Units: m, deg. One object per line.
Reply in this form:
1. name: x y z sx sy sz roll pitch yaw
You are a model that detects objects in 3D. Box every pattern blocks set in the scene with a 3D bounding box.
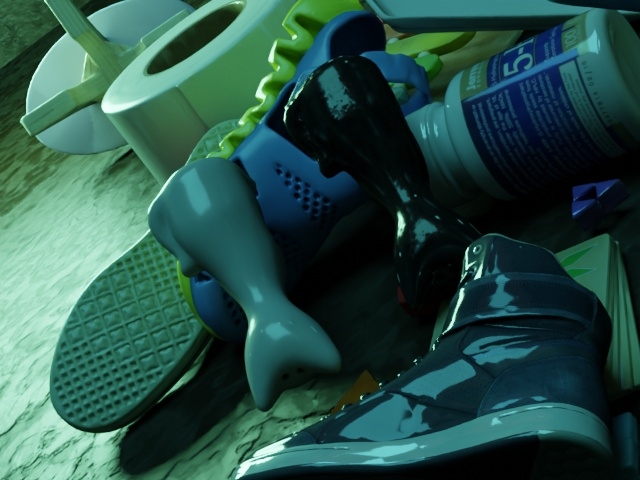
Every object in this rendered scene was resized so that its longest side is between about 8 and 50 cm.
1. pattern blocks set: 0.132 0.069 0.903 0.285 0.026 0.325 -21 26 34

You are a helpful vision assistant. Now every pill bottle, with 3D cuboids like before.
1. pill bottle: 0.159 -0.094 1.080 0.187 0.112 0.112 -24 25 28

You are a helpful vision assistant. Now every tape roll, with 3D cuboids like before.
1. tape roll: -0.084 -0.147 1.471 0.246 0.169 0.246 -30 22 14

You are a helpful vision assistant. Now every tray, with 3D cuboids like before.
1. tray: 0.150 -0.220 1.247 0.270 0.030 0.145 -5 37 -22

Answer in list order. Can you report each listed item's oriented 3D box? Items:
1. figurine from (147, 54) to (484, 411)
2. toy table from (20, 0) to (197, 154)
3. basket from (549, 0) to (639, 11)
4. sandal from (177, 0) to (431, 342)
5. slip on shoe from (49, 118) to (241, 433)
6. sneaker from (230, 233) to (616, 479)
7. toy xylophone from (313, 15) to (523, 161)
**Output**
1. figurine: 0.000 0.000 1.028 0.215 0.092 0.209 -35 55 7
2. toy table: -0.271 -0.214 1.831 0.274 0.252 0.161 -45 5 4
3. basket: 0.313 -0.216 0.936 0.289 0.201 0.255 18 49 25
4. sandal: -0.010 -0.058 1.168 0.138 0.126 0.317 22 87 38
5. slip on shoe: -0.129 0.039 1.270 0.123 0.101 0.331 23 62 13
6. sneaker: 0.061 0.085 0.804 0.226 0.086 0.163 -14 40 24
7. toy xylophone: 0.120 -0.178 1.349 0.236 0.081 0.322 -16 29 39
